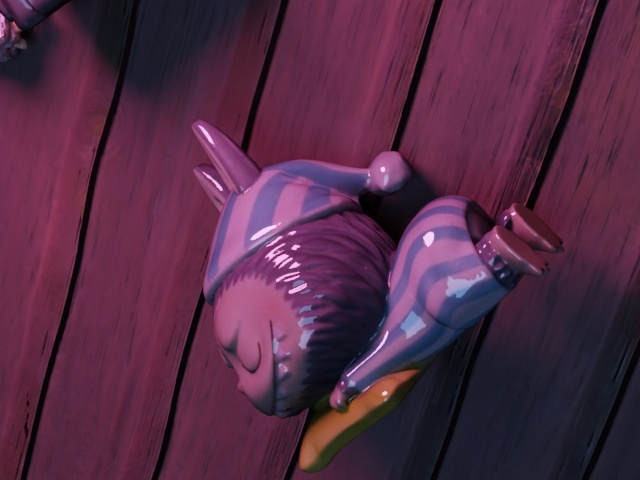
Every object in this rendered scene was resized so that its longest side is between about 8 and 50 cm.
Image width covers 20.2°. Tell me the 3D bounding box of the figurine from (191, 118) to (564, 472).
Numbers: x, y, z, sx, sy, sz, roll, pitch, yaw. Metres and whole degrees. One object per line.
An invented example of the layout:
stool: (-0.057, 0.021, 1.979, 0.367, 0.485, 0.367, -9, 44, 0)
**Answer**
figurine: (0.000, 0.000, 1.952, 0.378, 0.266, 0.361, 46, 111, -2)

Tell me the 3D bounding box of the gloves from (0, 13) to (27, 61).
gloves: (-0.403, -0.253, 2.086, 0.144, 0.094, 0.110, -28, 88, 34)

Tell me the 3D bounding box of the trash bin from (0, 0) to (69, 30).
trash bin: (-0.261, -0.328, 1.960, 0.236, 0.177, 0.101, -30, 100, 23)
